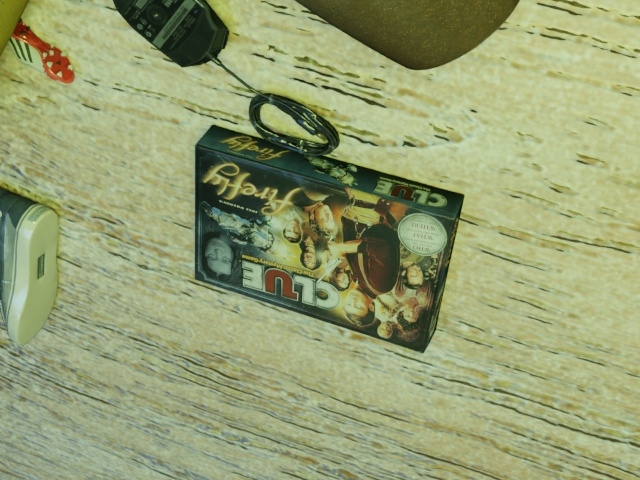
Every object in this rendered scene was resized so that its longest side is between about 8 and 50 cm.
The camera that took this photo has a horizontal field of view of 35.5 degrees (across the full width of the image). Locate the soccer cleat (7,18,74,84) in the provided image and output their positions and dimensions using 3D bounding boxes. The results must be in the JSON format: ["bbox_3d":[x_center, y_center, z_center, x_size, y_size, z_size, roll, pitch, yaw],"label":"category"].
[{"bbox_3d":[-0.266,-0.173,0.942,0.083,0.029,0.035,40,140,-3],"label":"soccer cleat"}]

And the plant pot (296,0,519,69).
[{"bbox_3d":[0.032,-0.230,0.659,0.215,0.215,0.230,-21,126,35],"label":"plant pot"}]

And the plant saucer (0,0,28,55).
[{"bbox_3d":[-0.396,-0.198,0.759,0.333,0.081,0.332,23,105,-32],"label":"plant saucer"}]

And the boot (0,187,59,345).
[{"bbox_3d":[-0.343,0.025,1.108,0.086,0.069,0.190,27,124,14],"label":"boot"}]

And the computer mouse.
[{"bbox_3d":[-0.078,-0.158,0.863,0.242,0.041,0.071,40,130,-16],"label":"computer mouse"}]

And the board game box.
[{"bbox_3d":[0.000,0.000,0.935,0.243,0.042,0.165,16,130,13],"label":"board game box"}]
